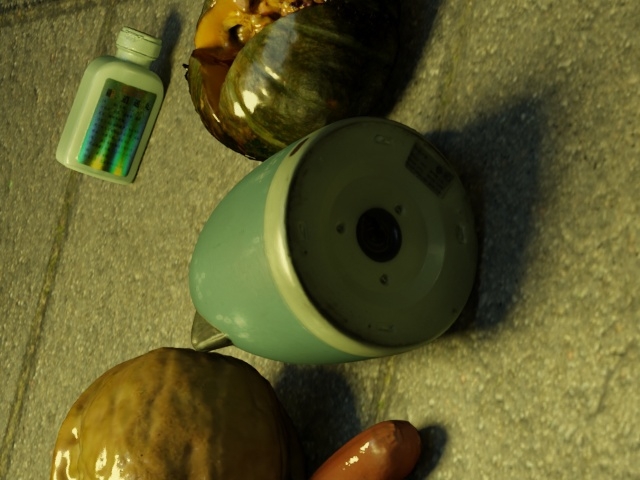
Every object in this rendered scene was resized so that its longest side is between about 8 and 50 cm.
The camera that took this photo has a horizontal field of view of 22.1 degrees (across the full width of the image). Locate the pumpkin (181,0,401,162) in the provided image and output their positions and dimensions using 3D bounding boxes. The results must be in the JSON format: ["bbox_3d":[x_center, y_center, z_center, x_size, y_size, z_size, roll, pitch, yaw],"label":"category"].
[{"bbox_3d":[-0.033,-0.242,1.997,0.320,0.192,0.320,-35,45,45],"label":"pumpkin"}]

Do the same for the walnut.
[{"bbox_3d":[-0.162,0.280,1.871,0.306,0.306,0.344,-36,40,45],"label":"walnut"}]

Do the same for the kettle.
[{"bbox_3d":[0.000,0.000,1.830,0.319,0.247,0.342,-48,15,-30],"label":"kettle"}]

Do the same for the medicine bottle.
[{"bbox_3d":[-0.307,-0.207,2.478,0.083,0.121,0.228,32,103,58],"label":"medicine bottle"}]

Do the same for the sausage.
[{"bbox_3d":[0.038,0.255,1.759,0.194,0.077,0.077,-45,41,36],"label":"sausage"}]
